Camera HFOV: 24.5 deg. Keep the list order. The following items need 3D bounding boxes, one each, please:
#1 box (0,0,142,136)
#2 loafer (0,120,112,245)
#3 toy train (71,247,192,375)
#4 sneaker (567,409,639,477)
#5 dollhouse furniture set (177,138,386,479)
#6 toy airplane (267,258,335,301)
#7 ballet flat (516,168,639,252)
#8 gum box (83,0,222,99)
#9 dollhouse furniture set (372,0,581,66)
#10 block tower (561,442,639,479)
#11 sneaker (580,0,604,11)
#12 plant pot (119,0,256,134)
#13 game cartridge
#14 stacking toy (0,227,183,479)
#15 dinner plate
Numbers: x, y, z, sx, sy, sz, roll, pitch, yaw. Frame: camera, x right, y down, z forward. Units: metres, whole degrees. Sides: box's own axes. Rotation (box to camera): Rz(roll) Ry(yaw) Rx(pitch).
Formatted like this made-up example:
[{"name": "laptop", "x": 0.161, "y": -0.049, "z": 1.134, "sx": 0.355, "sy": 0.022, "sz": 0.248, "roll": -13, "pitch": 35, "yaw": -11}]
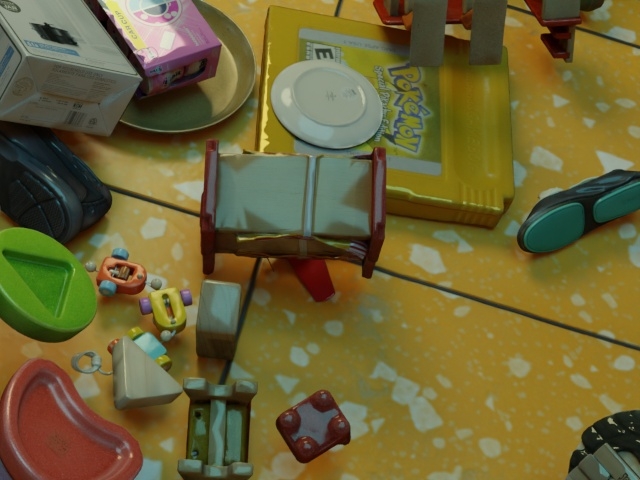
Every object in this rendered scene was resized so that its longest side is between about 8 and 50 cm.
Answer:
[{"name": "box", "x": -0.351, "y": -0.250, "z": 1.710, "sx": 0.169, "sy": 0.087, "sz": 0.290, "roll": 7, "pitch": 35, "yaw": -45}, {"name": "loafer", "x": -0.364, "y": -0.116, "z": 1.687, "sx": 0.302, "sy": 0.109, "sz": 0.095, "roll": 44, "pitch": 37, "yaw": 11}, {"name": "toy train", "x": -0.207, "y": 0.091, "z": 1.600, "sx": 0.125, "sy": 0.046, "sz": 0.166, "roll": 10, "pitch": 53, "yaw": 2}, {"name": "sneaker", "x": 0.368, "y": 0.380, "z": 1.468, "sx": 0.182, "sy": 0.158, "sz": 0.410, "roll": 20, "pitch": 62, "yaw": -45}, {"name": "dollhouse furniture set", "x": -0.039, "y": 0.085, "z": 1.589, "sx": 0.201, "sy": 0.152, "sz": 0.374, "roll": 4, "pitch": 72, "yaw": -3}, {"name": "toy airplane", "x": 0.000, "y": 0.000, "z": 1.722, "sx": 0.151, "sy": 0.028, "sz": 0.151, "roll": 7, "pitch": 55, "yaw": -10}, {"name": "ballet flat", "x": 0.315, "y": -0.041, "z": 1.811, "sx": 0.203, "sy": 0.074, "sz": 0.074, "roll": -21, "pitch": 62, "yaw": -19}, {"name": "gum box", "x": -0.210, "y": -0.263, "z": 1.799, "sx": 0.107, "sy": 0.062, "sz": 0.188, "roll": -22, "pitch": 63, "yaw": -26}, {"name": "dollhouse furniture set", "x": 0.200, "y": -0.299, "z": 1.898, "sx": 0.259, "sy": 0.135, "sz": 0.262, "roll": -3, "pitch": 31, "yaw": -7}, {"name": "block tower", "x": 0.193, "y": 0.329, "z": 1.392, "sx": 0.335, "sy": 0.091, "sz": 0.097, "roll": -43, "pitch": 69, "yaw": 5}, {"name": "sneaker", "x": 0.304, "y": -0.376, "z": 2.047, "sx": 0.086, "sy": 0.064, "sz": 0.192, "roll": -22, "pitch": 57, "yaw": -25}, {"name": "plant pot", "x": -0.198, "y": -0.217, "z": 1.829, "sx": 0.236, "sy": 0.032, "sz": 0.236, "roll": 7, "pitch": 53, "yaw": -9}, {"name": "game cartridge", "x": 0.082, "y": -0.159, "z": 1.843, "sx": 0.323, "sy": 0.053, "sz": 0.285, "roll": 7, "pitch": 54, "yaw": -7}, {"name": "stacking toy", "x": -0.308, "y": 0.141, "z": 1.445, "sx": 0.309, "sy": 0.130, "sz": 0.279, "roll": 49, "pitch": 28, "yaw": 3}, {"name": "dinner plate", "x": 0.010, "y": -0.171, "z": 1.796, "sx": 0.141, "sy": 0.017, "sz": 0.141, "roll": 8, "pitch": 54, "yaw": -11}]
